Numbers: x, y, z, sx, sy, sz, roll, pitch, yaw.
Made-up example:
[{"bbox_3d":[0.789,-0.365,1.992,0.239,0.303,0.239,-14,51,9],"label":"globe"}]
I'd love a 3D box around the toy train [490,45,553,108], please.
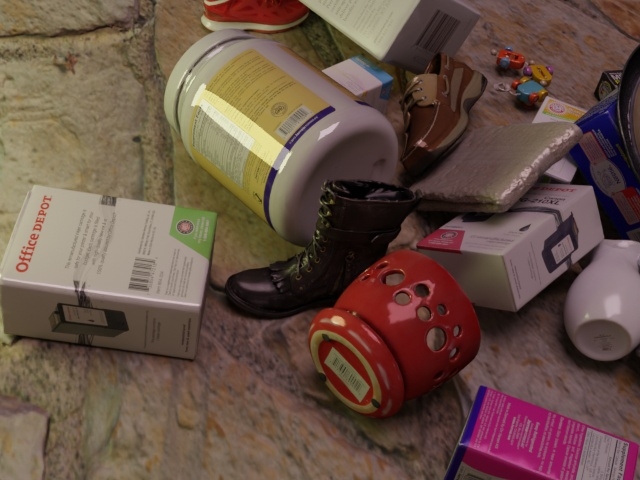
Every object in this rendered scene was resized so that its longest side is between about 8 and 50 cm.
[{"bbox_3d":[0.377,-0.305,2.093,0.125,0.046,0.166,14,41,4],"label":"toy train"}]

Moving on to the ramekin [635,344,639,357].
[{"bbox_3d":[0.588,0.091,1.588,0.127,0.273,0.273,36,48,8],"label":"ramekin"}]

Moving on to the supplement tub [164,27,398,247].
[{"bbox_3d":[-0.067,-0.167,1.711,0.241,0.241,0.331,-26,50,-32],"label":"supplement tub"}]

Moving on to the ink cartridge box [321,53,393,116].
[{"bbox_3d":[0.041,-0.249,1.931,0.143,0.092,0.090,-27,55,-33],"label":"ink cartridge box"}]

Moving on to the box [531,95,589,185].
[{"bbox_3d":[0.390,-0.136,1.872,0.103,0.114,0.203,23,47,13],"label":"box"}]

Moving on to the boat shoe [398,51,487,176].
[{"bbox_3d":[0.188,-0.225,1.901,0.120,0.122,0.324,40,37,-7],"label":"boat shoe"}]

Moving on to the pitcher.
[{"bbox_3d":[0.458,0.078,1.643,0.178,0.125,0.207,-14,30,30],"label":"pitcher"}]

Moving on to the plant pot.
[{"bbox_3d":[0.094,0.132,1.489,0.174,0.191,0.191,-33,59,-33],"label":"plant pot"}]

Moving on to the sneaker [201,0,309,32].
[{"bbox_3d":[-0.115,-0.469,2.095,0.221,0.128,0.087,-15,50,-24],"label":"sneaker"}]

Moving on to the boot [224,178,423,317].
[{"bbox_3d":[0.000,0.000,1.573,0.263,0.229,0.091,-3,46,-15],"label":"boot"}]

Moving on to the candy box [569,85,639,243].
[{"bbox_3d":[0.581,-0.151,1.836,0.317,0.122,0.268,-36,97,-36],"label":"candy box"}]

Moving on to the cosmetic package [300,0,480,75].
[{"bbox_3d":[0.053,-0.496,2.071,0.453,0.161,0.230,42,18,28],"label":"cosmetic package"}]

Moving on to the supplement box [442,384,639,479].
[{"bbox_3d":[0.283,0.295,1.418,0.220,0.111,0.114,21,44,9],"label":"supplement box"}]

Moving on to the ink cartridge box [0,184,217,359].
[{"bbox_3d":[-0.295,0.042,1.552,0.273,0.115,0.198,8,44,-4],"label":"ink cartridge box"}]

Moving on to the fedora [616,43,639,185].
[{"bbox_3d":[0.609,-0.188,1.694,0.334,0.152,0.334,11,68,-31],"label":"fedora"}]

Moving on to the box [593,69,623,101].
[{"bbox_3d":[0.691,-0.245,2.084,0.270,0.060,0.216,-7,47,-19],"label":"box"}]

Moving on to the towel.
[{"bbox_3d":[0.266,-0.112,1.730,0.187,0.049,0.282,-43,20,-16],"label":"towel"}]

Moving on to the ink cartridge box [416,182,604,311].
[{"bbox_3d":[0.291,0.002,1.673,0.237,0.100,0.172,-33,26,-35],"label":"ink cartridge box"}]
